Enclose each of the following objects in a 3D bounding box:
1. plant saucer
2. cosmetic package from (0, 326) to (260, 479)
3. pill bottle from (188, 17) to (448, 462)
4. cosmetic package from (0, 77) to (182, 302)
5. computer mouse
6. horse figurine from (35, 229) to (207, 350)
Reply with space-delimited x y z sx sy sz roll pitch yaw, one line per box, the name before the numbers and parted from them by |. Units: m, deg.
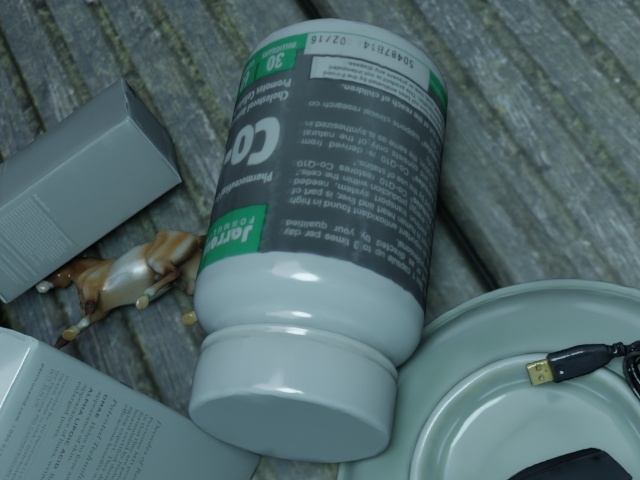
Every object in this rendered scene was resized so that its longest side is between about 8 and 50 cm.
plant saucer | 0.186 0.206 0.910 0.400 0.100 0.401 -9 64 20
cosmetic package | -0.237 0.176 0.937 0.217 0.385 0.156 17 77 26
pill bottle | 0.000 0.000 0.996 0.204 0.204 0.361 -3 59 22
cosmetic package | -0.275 -0.057 1.197 0.238 0.107 0.127 -31 31 6
computer mouse | 0.172 0.176 0.834 0.262 0.060 0.184 -24 62 12
horse figurine | -0.189 0.043 1.137 0.263 0.066 0.174 -21 25 18
